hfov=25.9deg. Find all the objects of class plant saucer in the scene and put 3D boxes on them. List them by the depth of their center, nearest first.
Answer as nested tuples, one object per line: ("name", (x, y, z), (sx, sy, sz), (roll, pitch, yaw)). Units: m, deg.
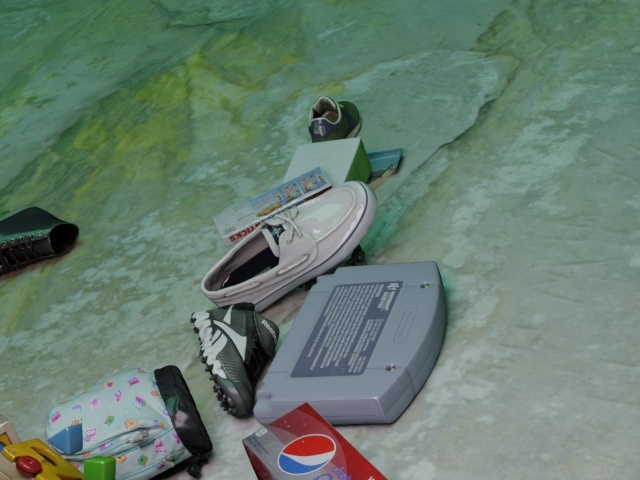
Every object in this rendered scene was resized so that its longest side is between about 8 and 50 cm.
("plant saucer", (0.037, -0.113, 2.217), (0.192, 0.018, 0.067), (-8, 29, 19))

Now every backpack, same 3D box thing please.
("backpack", (-0.234, 0.229, 1.660), (0.182, 0.115, 0.152), (-24, 31, -5))

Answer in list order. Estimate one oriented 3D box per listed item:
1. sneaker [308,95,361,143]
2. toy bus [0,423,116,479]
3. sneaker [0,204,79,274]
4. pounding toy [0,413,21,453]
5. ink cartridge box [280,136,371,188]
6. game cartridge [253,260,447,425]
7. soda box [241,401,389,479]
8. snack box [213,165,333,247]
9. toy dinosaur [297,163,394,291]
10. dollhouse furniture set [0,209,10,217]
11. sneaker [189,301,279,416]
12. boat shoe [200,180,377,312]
("sneaker", (0.021, -0.207, 2.320), (0.064, 0.086, 0.192), (-9, 29, 17))
("toy bus", (-0.282, 0.308, 1.549), (0.191, 0.202, 0.104), (-14, -3, 23))
("sneaker", (-0.499, 0.016, 2.229), (0.118, 0.083, 0.222), (13, 42, 40))
("pounding toy", (-0.404, 0.298, 1.640), (0.141, 0.130, 0.100), (-31, 19, -24))
("ink cartridge box", (-0.003, -0.066, 2.099), (0.109, 0.062, 0.209), (-5, 38, 23))
("game cartridge", (0.052, 0.127, 1.743), (0.196, 0.060, 0.294), (-8, 30, 25))
("soda box", (0.018, 0.275, 1.463), (0.092, 0.083, 0.263), (-28, 30, -16))
("snack box", (-0.068, -0.050, 2.039), (0.178, 0.022, 0.064), (-26, 34, -2))
("toy dinosaur", (0.000, 0.000, 1.951), (0.268, 0.064, 0.118), (-29, 60, 15))
("dollhouse furniture set", (-0.576, 0.009, 2.311), (0.151, 0.059, 0.076), (-21, 28, -6))
("sneaker", (-0.100, 0.139, 1.781), (0.106, 0.078, 0.234), (-22, 26, -3))
("boat shoe", (-0.046, 0.003, 1.882), (0.267, 0.088, 0.096), (-33, 56, 14))
